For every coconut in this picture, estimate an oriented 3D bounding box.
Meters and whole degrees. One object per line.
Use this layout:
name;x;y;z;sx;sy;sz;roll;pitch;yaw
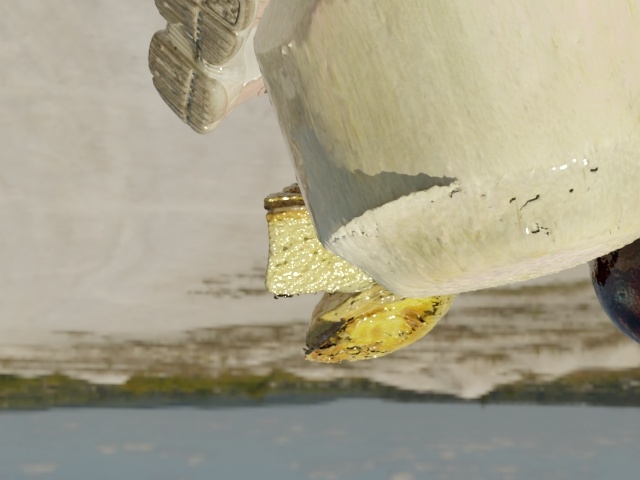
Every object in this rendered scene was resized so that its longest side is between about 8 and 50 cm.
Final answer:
coconut;0.076;-0.093;0.595;0.224;0.234;0.224;-8;172;-1

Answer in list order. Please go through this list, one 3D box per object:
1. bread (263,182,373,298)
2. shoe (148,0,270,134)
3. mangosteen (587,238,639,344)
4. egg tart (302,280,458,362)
bread;0.000;0.000;1.533;0.152;0.147;0.127;3;-166;19
shoe;-0.107;-0.310;1.517;0.198;0.172;0.351;-33;163;-32
mangosteen;0.474;0.032;1.424;0.300;0.300;0.300;1;172;0
egg tart;0.081;0.092;1.678;0.252;0.098;0.232;-21;150;-10
